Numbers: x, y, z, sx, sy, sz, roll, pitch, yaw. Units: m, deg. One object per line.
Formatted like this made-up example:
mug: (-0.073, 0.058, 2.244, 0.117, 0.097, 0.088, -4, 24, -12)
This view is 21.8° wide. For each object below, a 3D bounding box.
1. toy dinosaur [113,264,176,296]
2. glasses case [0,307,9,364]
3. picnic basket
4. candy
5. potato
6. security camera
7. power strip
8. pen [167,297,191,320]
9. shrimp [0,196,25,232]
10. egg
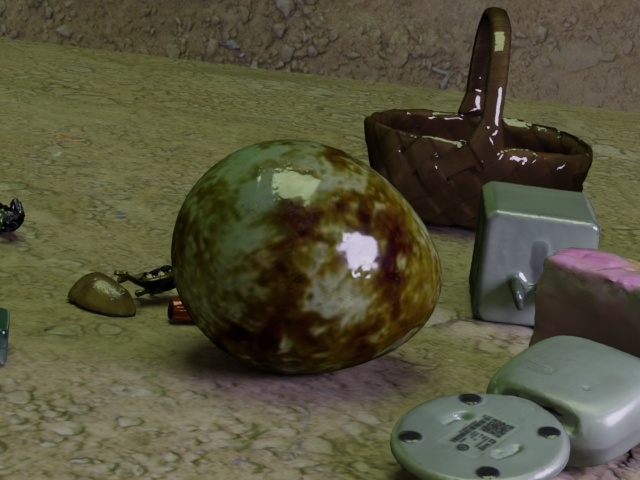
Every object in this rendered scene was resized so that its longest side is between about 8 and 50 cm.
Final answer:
toy dinosaur: (-0.185, 0.046, 1.900, 0.058, 0.037, 0.180, 0, 2, 36)
glasses case: (-0.403, 0.091, 1.646, 0.184, 0.039, 0.078, 4, 14, -10)
picnic basket: (0.234, -0.182, 2.418, 0.337, 0.337, 0.293, 6, 14, -1)
candy: (0.340, 0.110, 1.665, 0.115, 0.156, 0.265, -11, 22, -40)
potato: (-0.248, 0.057, 1.847, 0.093, 0.036, 0.037, 17, 15, 33)
security camera: (0.189, 0.176, 1.520, 0.157, 0.080, 0.301, 21, 30, 37)
power strip: (0.255, 0.024, 1.984, 0.139, 0.140, 0.224, 8, 14, 1)
pen: (-0.054, 0.078, 1.865, 0.239, 0.028, 0.028, 1, 16, -20)
shrimp: (-0.446, -0.037, 2.110, 0.174, 0.076, 0.082, 19, 60, 28)
egg: (-0.012, 0.023, 1.699, 0.289, 0.238, 0.238, 23, 8, -22)
